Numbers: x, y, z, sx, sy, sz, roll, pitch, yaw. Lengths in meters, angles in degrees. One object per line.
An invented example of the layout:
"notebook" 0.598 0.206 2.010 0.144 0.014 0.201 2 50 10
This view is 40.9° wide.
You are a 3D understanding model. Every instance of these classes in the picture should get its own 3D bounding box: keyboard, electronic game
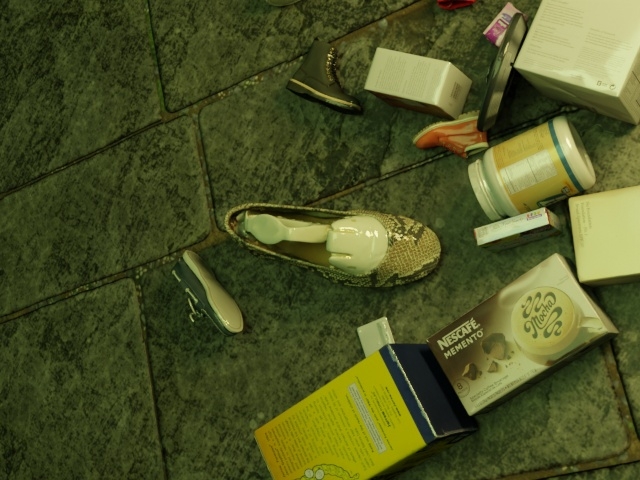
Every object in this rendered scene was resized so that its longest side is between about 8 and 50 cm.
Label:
"keyboard" 0.142 0.287 1.756 0.072 0.014 0.256 -28 69 29
"electronic game" 0.339 -0.315 1.615 0.048 0.229 0.229 19 92 11

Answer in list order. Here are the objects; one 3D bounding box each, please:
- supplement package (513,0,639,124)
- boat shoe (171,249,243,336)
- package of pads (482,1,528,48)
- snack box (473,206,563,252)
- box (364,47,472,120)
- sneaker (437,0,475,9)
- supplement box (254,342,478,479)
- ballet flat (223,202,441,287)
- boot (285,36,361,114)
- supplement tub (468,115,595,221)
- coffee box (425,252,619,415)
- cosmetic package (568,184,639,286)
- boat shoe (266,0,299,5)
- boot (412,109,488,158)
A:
"supplement package" 0.513 -0.379 1.538 0.199 0.198 0.263 25 96 30
"boat shoe" -0.266 0.132 1.961 0.079 0.095 0.254 -46 62 14
"package of pads" 0.371 -0.431 1.723 0.083 0.032 0.050 -49 60 14
"snack box" 0.374 -0.018 1.618 0.141 0.100 0.037 -18 73 27
"box" 0.199 -0.317 1.746 0.170 0.130 0.091 19 93 31
"sneaker" 0.248 -0.565 1.783 0.221 0.087 0.128 37 100 30
"supplement box" 0.085 0.369 1.658 0.356 0.194 0.195 -37 66 24
"ballet flat" 0.000 0.000 1.781 0.482 0.182 0.164 9 86 30
"boot" 0.026 -0.365 1.889 0.198 0.077 0.137 27 91 29
"supplement tub" 0.393 -0.129 1.600 0.199 0.144 0.144 -25 71 25
"coffee box" 0.368 0.177 1.581 0.297 0.119 0.168 -36 68 20
"cosmetic package" 0.604 -0.018 1.483 0.309 0.113 0.160 -12 77 29
"boat shoe" -0.001 -0.621 1.919 0.305 0.109 0.091 -15 80 31
"boot" 0.264 -0.201 1.736 0.158 0.059 0.085 -15 80 26
